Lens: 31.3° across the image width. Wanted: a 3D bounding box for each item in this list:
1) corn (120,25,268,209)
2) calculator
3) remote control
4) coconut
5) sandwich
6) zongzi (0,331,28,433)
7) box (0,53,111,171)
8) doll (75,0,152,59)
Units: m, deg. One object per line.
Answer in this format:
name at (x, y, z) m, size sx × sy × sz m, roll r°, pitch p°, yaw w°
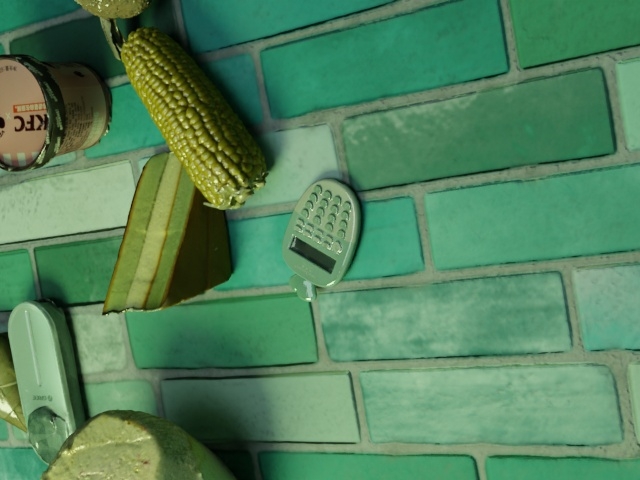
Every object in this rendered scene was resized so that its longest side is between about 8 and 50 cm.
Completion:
corn at (-0.157, -0.151, 1.391) m, size 0.260 × 0.091 × 0.091 m, roll 54°, pitch 167°, yaw 16°
calculator at (0.000, 0.000, 1.349) m, size 0.095 × 0.021 × 0.153 m, roll 30°, pitch 115°, yaw 28°
remote control at (-0.393, 0.206, 1.653) m, size 0.104 × 0.052 × 0.247 m, roll -4°, pitch 97°, yaw 38°
coconut at (-0.218, 0.350, 1.450) m, size 0.239 × 0.244 × 0.239 m, roll -11°, pitch 57°, yaw 18°
sandwich at (-0.202, -0.015, 1.417) m, size 0.117 × 0.144 × 0.187 m, roll -8°, pitch 95°, yaw 34°
zongzi at (-0.522, 0.241, 1.707) m, size 0.189 × 0.081 × 0.178 m, roll -16°, pitch 97°, yaw 8°
box at (-0.363, -0.174, 1.509) m, size 0.151 × 0.135 × 0.151 m, roll 9°, pitch 107°, yaw 32°
doll at (-0.262, -0.336, 1.420) m, size 0.115 × 0.105 × 0.221 m, roll 6°, pitch 101°, yaw 28°
